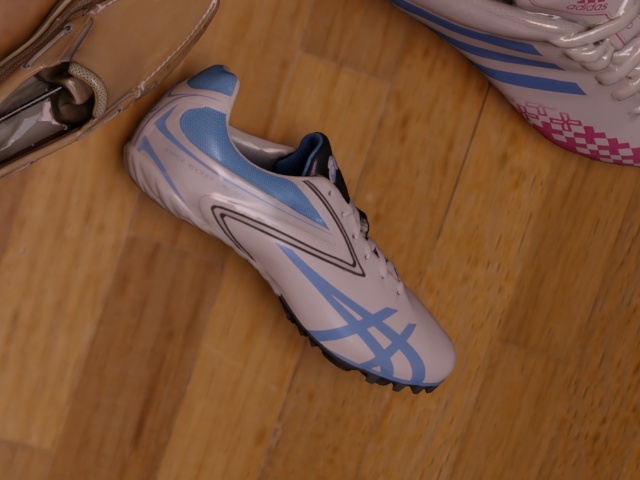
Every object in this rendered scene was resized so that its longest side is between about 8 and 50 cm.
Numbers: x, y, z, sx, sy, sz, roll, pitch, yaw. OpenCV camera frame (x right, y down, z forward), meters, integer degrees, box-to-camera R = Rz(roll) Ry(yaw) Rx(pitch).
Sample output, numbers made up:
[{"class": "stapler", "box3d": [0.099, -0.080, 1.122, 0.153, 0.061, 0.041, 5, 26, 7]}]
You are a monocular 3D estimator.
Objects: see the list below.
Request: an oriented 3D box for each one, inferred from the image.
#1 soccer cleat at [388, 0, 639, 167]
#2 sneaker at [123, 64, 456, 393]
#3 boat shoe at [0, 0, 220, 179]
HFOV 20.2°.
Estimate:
[{"class": "soccer cleat", "box3d": [0.140, -0.120, 0.983, 0.331, 0.143, 0.116, 27, 89, -31]}, {"class": "sneaker", "box3d": [0.000, 0.000, 0.975, 0.086, 0.085, 0.237, -44, 117, 10]}, {"class": "boat shoe", "box3d": [-0.120, -0.081, 0.908, 0.190, 0.072, 0.068, -41, 115, -13]}]
